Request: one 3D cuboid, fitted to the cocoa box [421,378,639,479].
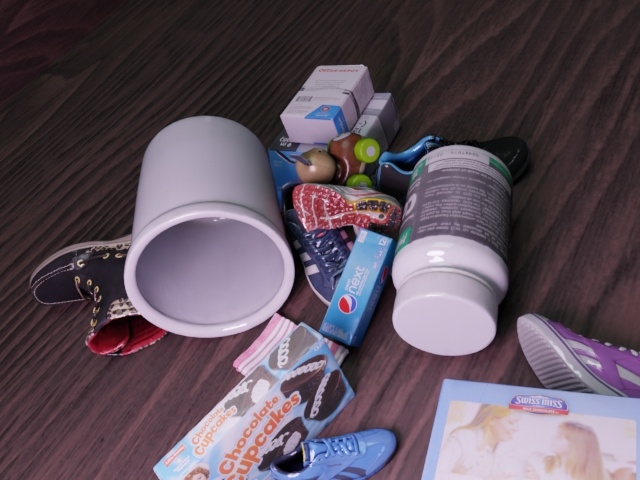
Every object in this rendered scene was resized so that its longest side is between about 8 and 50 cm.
[{"bbox_3d":[0.315,0.336,0.791,0.346,0.228,0.232,0,47,26],"label":"cocoa box"}]

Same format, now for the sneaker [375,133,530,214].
[{"bbox_3d":[0.283,-0.160,1.378,0.340,0.140,0.125,-19,43,0],"label":"sneaker"}]

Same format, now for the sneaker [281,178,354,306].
[{"bbox_3d":[0.000,0.000,1.346,0.131,0.148,0.350,-30,46,-7],"label":"sneaker"}]

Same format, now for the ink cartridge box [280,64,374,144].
[{"bbox_3d":[0.021,-0.329,1.560,0.148,0.086,0.203,10,52,32],"label":"ink cartridge box"}]

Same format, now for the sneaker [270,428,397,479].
[{"bbox_3d":[0.021,0.347,1.038,0.209,0.082,0.069,-21,39,3],"label":"sneaker"}]

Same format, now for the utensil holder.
[{"bbox_3d":[-0.241,-0.044,1.385,0.327,0.328,0.386,-21,41,5],"label":"utensil holder"}]

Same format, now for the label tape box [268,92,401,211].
[{"bbox_3d":[0.015,-0.220,1.600,0.249,0.115,0.348,8,50,32],"label":"label tape box"}]

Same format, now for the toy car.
[{"bbox_3d":[0.002,-0.171,1.373,0.155,0.188,0.149,19,98,62],"label":"toy car"}]

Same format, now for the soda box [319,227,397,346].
[{"bbox_3d":[0.074,0.089,1.210,0.067,0.071,0.210,21,86,22],"label":"soda box"}]

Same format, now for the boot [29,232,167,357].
[{"bbox_3d":[-0.499,0.132,1.476,0.377,0.138,0.284,-14,41,0],"label":"boot"}]

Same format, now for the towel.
[{"bbox_3d":[-0.060,0.226,1.240,0.197,0.029,0.144,20,59,39],"label":"towel"}]

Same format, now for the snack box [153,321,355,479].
[{"bbox_3d":[-0.094,0.307,1.054,0.322,0.187,0.060,-43,44,-19],"label":"snack box"}]

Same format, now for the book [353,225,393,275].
[{"bbox_3d":[0.113,0.001,1.335,0.035,0.096,0.144,-30,42,-9],"label":"book"}]

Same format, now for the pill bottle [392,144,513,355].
[{"bbox_3d":[0.242,0.012,1.180,0.204,0.204,0.361,-4,45,23],"label":"pill bottle"}]

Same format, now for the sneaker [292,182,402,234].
[{"bbox_3d":[0.053,-0.067,1.291,0.225,0.088,0.093,13,23,9],"label":"sneaker"}]

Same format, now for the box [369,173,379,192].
[{"bbox_3d":[0.152,-0.131,1.510,0.083,0.018,0.067,-5,45,22],"label":"box"}]

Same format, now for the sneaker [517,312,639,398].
[{"bbox_3d":[0.440,0.193,0.993,0.161,0.102,0.282,-23,41,-16],"label":"sneaker"}]
